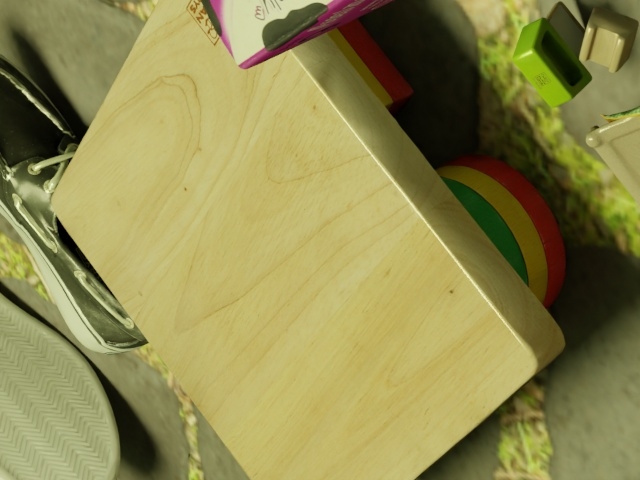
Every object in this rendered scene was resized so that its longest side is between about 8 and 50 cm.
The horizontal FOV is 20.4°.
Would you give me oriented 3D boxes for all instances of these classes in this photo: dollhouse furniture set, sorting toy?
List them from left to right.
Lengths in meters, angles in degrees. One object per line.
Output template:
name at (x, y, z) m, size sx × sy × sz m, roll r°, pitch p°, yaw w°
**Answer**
sorting toy at (0.000, 0.000, 0.922) m, size 0.255 × 0.089 × 0.257 m, roll 52°, pitch 143°, yaw 10°
dollhouse furniture set at (0.138, -0.080, 0.760) m, size 0.076 × 0.058 × 0.152 m, roll -23°, pitch 115°, yaw 46°

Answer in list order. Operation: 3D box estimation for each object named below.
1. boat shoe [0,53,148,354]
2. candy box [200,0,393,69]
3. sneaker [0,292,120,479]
boat shoe at (-0.159, -0.031, 1.108) m, size 0.070 × 0.078 × 0.219 m, roll -21°, pitch 105°, yaw 54°
candy box at (0.079, -0.150, 0.605) m, size 0.159 × 0.233 × 0.071 m, roll -27°, pitch 93°, yaw 55°
sneaker at (-0.239, 0.135, 1.296) m, size 0.292 × 0.108 × 0.169 m, roll 45°, pitch 144°, yaw 34°
